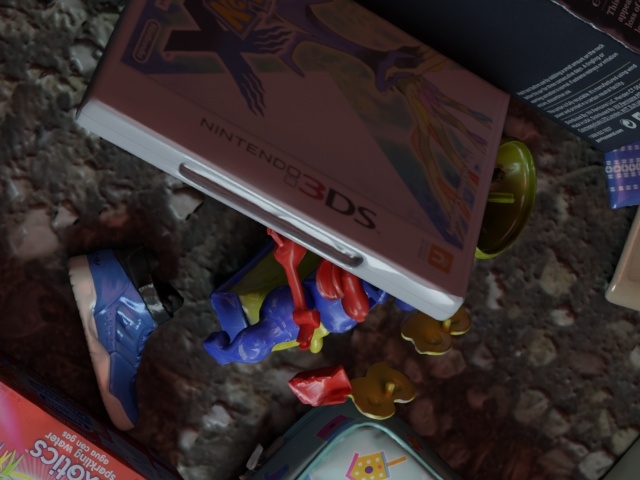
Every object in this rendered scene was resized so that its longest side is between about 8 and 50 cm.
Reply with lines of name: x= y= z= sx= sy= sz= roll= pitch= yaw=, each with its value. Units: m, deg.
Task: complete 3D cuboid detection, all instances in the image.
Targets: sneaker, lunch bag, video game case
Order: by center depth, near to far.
video game case: x=0.002 y=-0.133 z=1.393 sx=0.300 sy=0.329 sz=0.036 roll=29 pitch=136 yaw=-13
sneaker: x=-0.147 y=0.077 z=1.531 sx=0.084 sy=0.058 sz=0.152 roll=-14 pitch=101 yaw=-5
lunch bag: x=0.037 y=0.279 z=1.614 sx=0.224 sy=0.108 sz=0.279 roll=-45 pitch=110 yaw=3

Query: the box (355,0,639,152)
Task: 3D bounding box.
box: x=0.190 y=-0.298 z=1.402 sx=0.312 sy=0.179 sz=0.343 roll=30 pitch=73 yaw=-13

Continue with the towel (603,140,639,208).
towel: x=0.345 y=-0.205 z=1.597 sx=0.243 sy=0.040 sz=0.336 roll=-6 pitch=95 yaw=-15

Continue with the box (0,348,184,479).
box: x=-0.230 y=0.185 z=1.495 sx=0.257 sy=0.128 sz=0.122 roll=38 pitch=90 yaw=-23

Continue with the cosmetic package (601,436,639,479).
cosmetic package: x=0.311 y=0.292 z=1.704 sx=0.160 sy=0.113 sz=0.309 roll=41 pitch=88 yaw=-22

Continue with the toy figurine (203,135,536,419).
toy figurine: x=0.000 y=0.000 z=1.515 sx=0.362 sy=0.217 sz=0.191 roll=-46 pitch=116 yaw=-46

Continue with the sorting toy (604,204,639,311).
sorting toy: x=0.368 y=-0.019 z=1.685 sx=0.193 sy=0.038 sz=0.208 roll=16 pitch=103 yaw=-20
